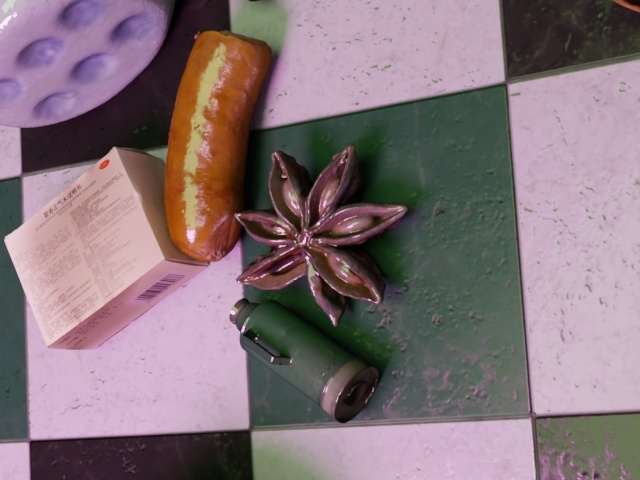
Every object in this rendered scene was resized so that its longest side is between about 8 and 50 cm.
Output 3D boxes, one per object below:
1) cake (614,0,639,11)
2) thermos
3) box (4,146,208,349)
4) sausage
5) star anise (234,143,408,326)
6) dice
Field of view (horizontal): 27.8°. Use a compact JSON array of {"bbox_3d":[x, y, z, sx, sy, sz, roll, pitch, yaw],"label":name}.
[{"bbox_3d":[0.325,-0.320,1.230,0.208,0.178,0.185,-24,114,12],"label":"cake"},{"bbox_3d":[-0.031,0.128,1.446,0.188,0.083,0.073,32,145,31],"label":"thermos"},{"bbox_3d":[-0.267,0.012,1.593,0.212,0.095,0.168,-35,70,24],"label":"box"},{"bbox_3d":[-0.127,-0.111,1.515,0.109,0.109,0.270,7,88,32],"label":"sausage"},{"bbox_3d":[0.001,-0.017,1.443,0.212,0.073,0.196,23,101,28],"label":"star anise"},{"bbox_3d":[-0.361,-0.313,1.582,0.268,0.265,0.262,-37,68,23],"label":"dice"}]
